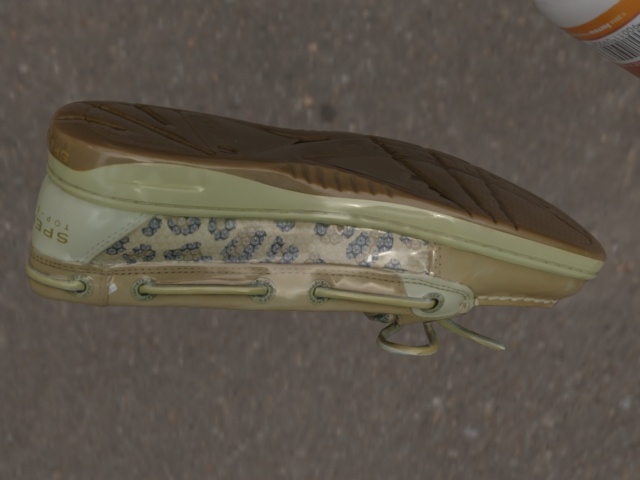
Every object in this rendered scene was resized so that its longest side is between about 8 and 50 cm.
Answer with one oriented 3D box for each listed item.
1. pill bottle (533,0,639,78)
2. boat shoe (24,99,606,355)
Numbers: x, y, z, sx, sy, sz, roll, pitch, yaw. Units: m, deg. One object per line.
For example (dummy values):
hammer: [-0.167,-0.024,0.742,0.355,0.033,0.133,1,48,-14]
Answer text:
pill bottle: [0.223,-0.116,0.987,0.216,0.121,0.121,28,59,-22]
boat shoe: [0.000,0.000,0.939,0.285,0.089,0.104,10,19,-18]
